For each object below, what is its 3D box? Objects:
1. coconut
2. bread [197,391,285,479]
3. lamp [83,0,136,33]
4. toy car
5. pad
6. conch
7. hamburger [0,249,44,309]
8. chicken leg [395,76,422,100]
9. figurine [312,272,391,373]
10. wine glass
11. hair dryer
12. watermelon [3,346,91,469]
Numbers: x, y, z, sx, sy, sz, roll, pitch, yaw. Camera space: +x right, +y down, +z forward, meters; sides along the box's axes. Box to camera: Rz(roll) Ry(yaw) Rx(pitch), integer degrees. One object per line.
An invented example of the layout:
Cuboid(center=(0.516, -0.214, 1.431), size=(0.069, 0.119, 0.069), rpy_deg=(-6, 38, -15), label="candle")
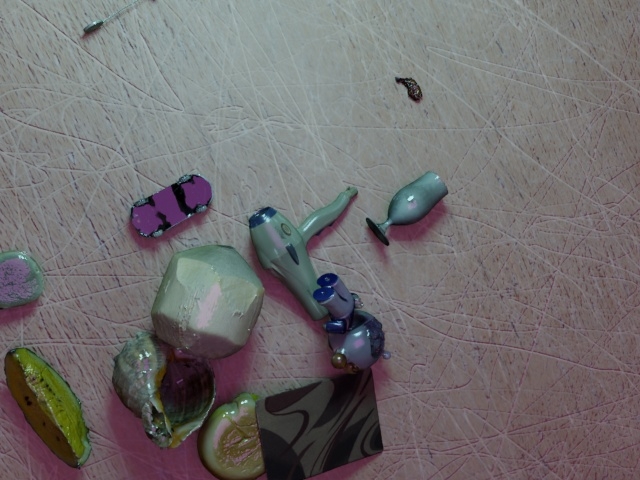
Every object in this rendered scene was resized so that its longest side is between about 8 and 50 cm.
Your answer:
Cuboid(center=(-0.247, 0.128, 1.842), size=(0.245, 0.245, 0.247), rpy_deg=(21, 89, -11), label="coconut")
Cuboid(center=(-0.184, 0.464, 1.927), size=(0.213, 0.105, 0.213), rpy_deg=(1, 87, -17), label="bread")
Cuboid(center=(-0.466, -0.542, 1.886), size=(0.198, 0.050, 0.056), rpy_deg=(-35, 100, -11), label="lamp")
Cuboid(center=(-0.344, -0.082, 1.912), size=(0.205, 0.056, 0.095), rpy_deg=(-31, 96, -13), label="toy car")
Cuboid(center=(0.005, 0.446, 1.962), size=(0.330, 0.004, 0.220), rpy_deg=(-11, 93, -31), label="pad")
Cuboid(center=(-0.360, 0.338, 1.860), size=(0.210, 0.159, 0.291), rpy_deg=(-2, 63, -29), label="conch")
Cuboid(center=(-0.694, 0.088, 1.840), size=(0.140, 0.062, 0.133), rpy_deg=(-21, 99, -13), label="hamburger")
Cuboid(center=(0.223, -0.384, 2.044), size=(0.036, 0.021, 0.083), rpy_deg=(-42, 98, 1), label="chicken leg")
Cuboid(center=(0.069, 0.188, 1.934), size=(0.133, 0.194, 0.274), rpy_deg=(-9, 111, 20), label="figurine")
Cuboid(center=(0.214, -0.082, 2.010), size=(0.202, 0.093, 0.093), rpy_deg=(-38, 98, -6), label="wine glass")
Cuboid(center=(-0.009, 0.041, 1.974), size=(0.298, 0.119, 0.295), rpy_deg=(-16, 100, -24), label="hair dryer")
Cuboid(center=(-0.607, 0.373, 1.826), size=(0.123, 0.129, 0.301), rpy_deg=(-31, 91, -12), label="watermelon")
